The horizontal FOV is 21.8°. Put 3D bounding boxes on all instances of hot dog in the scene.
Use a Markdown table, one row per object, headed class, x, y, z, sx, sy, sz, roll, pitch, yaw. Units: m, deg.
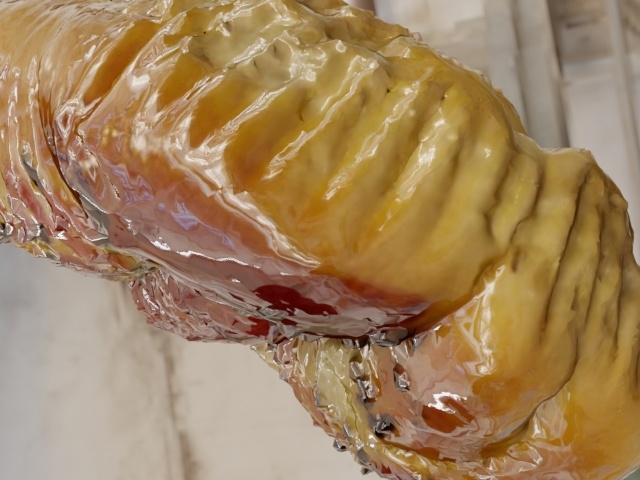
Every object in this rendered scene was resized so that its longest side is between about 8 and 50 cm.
| class | x | y | z | sx | sy | sz | roll | pitch | yaw |
| --- | --- | --- | --- | --- | --- | --- | --- | --- | --- |
| hot dog | 0.000 | 0.000 | 0.878 | 0.367 | 0.365 | 0.196 | 34 | -103 | -27 |

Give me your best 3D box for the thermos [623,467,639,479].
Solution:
| class | x | y | z | sx | sy | sz | roll | pitch | yaw |
| --- | --- | --- | --- | --- | --- | --- | --- | --- | --- |
| thermos | 0.226 | 0.165 | 1.476 | 0.182 | 0.286 | 0.145 | -131 | 54 | -66 |
